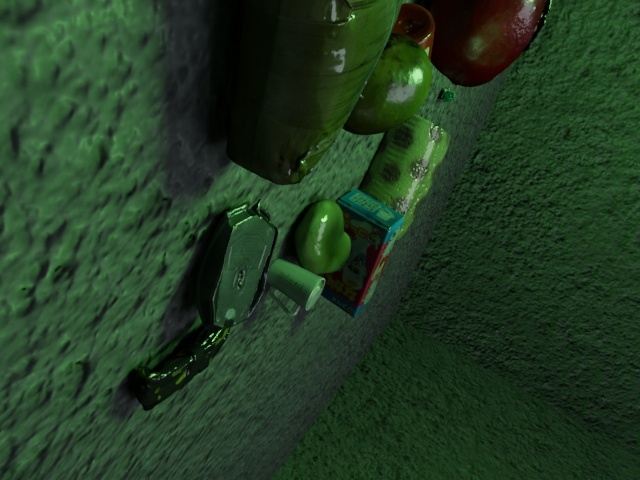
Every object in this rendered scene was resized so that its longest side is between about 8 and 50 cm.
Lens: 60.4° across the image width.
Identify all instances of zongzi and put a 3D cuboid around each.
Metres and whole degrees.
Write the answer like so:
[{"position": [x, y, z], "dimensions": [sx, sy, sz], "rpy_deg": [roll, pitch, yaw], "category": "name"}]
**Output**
[{"position": [0.016, -0.267, 0.724], "dimensions": [0.360, 0.160, 0.322], "rpy_deg": [-54, 170, -46], "category": "zongzi"}]

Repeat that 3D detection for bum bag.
[{"position": [-0.224, 0.200, 0.929], "dimensions": [0.232, 0.060, 0.106], "rpy_deg": [-35, 159, -54], "category": "bum bag"}]

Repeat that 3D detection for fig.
[{"position": [0.078, -0.250, 0.883], "dimensions": [0.181, 0.181, 0.191], "rpy_deg": [-53, 169, -27], "category": "fig"}]

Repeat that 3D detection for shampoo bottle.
[{"position": [0.167, -0.340, 1.121], "dimensions": [0.104, 0.104, 0.278], "rpy_deg": [-56, 163, -17], "category": "shampoo bottle"}]

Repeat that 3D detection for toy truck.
[{"position": [0.410, -0.466, 1.773], "dimensions": [0.083, 0.044, 0.039], "rpy_deg": [-32, 151, -59], "category": "toy truck"}]

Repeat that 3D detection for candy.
[{"position": [0.088, 0.036, 1.427], "dimensions": [0.100, 0.157, 0.305], "rpy_deg": [-35, 150, -49], "category": "candy"}]

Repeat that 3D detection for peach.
[{"position": [0.321, -0.490, 1.191], "dimensions": [0.361, 0.201, 0.257], "rpy_deg": [120, -30, -53], "category": "peach"}]

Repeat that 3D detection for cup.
[{"position": [-0.060, 0.103, 1.165], "dimensions": [0.104, 0.116, 0.074], "rpy_deg": [-62, 165, 0], "category": "cup"}]

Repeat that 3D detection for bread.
[{"position": [0.216, -0.164, 1.488], "dimensions": [0.338, 0.155, 0.187], "rpy_deg": [-64, 159, 12], "category": "bread"}]

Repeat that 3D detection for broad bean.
[{"position": [0.000, 0.000, 1.232], "dimensions": [0.169, 0.100, 0.228], "rpy_deg": [-60, 154, -34], "category": "broad bean"}]

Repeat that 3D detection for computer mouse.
[{"position": [-0.145, 0.039, 0.885], "dimensions": [0.126, 0.071, 0.231], "rpy_deg": [-1, 110, -56], "category": "computer mouse"}]
